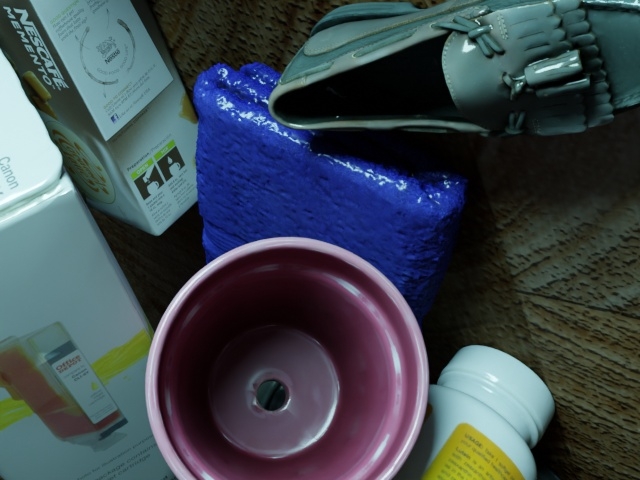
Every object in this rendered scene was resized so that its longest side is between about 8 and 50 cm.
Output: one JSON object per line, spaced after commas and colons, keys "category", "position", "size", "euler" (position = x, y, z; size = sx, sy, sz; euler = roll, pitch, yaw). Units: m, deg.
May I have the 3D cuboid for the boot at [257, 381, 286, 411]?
{"category": "boot", "position": [0.018, 0.303, 0.946], "size": [0.260, 0.131, 0.348], "euler": [31, 136, 21]}

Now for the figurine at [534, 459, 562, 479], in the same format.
{"category": "figurine", "position": [0.268, 0.301, 0.745], "size": [0.209, 0.092, 0.215], "euler": [18, 144, 51]}

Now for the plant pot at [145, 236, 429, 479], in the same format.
{"category": "plant pot", "position": [-0.032, 0.114, 0.629], "size": [0.201, 0.201, 0.180], "euler": [41, 165, 3]}

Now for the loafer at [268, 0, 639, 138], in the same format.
{"category": "loafer", "position": [0.078, -0.090, 0.445], "size": [0.267, 0.084, 0.096], "euler": [7, 135, 47]}

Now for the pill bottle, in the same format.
{"category": "pill bottle", "position": [0.093, 0.208, 0.656], "size": [0.136, 0.246, 0.136], "euler": [31, 149, 21]}

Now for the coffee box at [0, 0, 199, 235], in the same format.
{"category": "coffee box", "position": [-0.203, -0.139, 0.710], "size": [0.141, 0.098, 0.246], "euler": [20, 144, 36]}

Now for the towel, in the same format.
{"category": "towel", "position": [0.000, 0.000, 0.684], "size": [0.227, 0.076, 0.308], "euler": [27, 147, 14]}

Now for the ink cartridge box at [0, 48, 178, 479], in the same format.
{"category": "ink cartridge box", "position": [-0.255, 0.042, 0.675], "size": [0.279, 0.160, 0.385], "euler": [49, 160, 38]}
